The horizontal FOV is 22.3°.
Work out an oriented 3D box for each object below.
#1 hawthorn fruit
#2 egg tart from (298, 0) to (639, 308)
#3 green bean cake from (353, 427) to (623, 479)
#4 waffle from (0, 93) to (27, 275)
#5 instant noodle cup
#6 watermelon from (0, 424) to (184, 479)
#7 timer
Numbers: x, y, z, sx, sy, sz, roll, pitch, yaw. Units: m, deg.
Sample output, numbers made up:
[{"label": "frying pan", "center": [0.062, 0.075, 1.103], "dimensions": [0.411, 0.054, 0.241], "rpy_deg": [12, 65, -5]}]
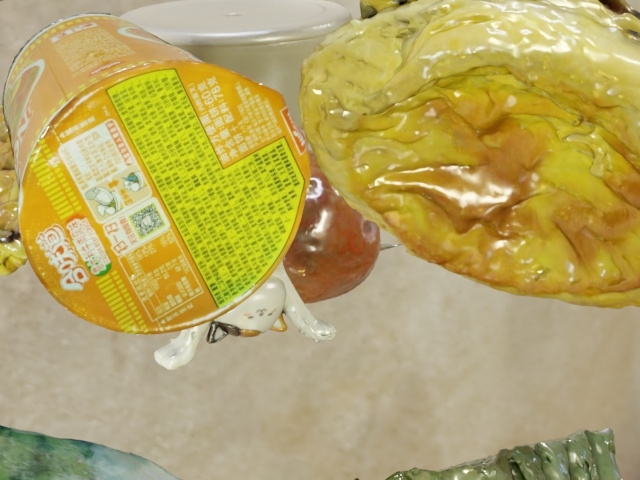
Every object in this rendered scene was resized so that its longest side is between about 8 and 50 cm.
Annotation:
[{"label": "hawthorn fruit", "center": [-0.007, 0.004, 1.476], "dimensions": [0.189, 0.149, 0.149], "rpy_deg": [41, 68, -24]}, {"label": "egg tart", "center": [0.106, -0.058, 0.830], "dimensions": [0.241, 0.241, 0.106], "rpy_deg": [55, 48, -41]}, {"label": "green bean cake", "center": [0.067, 0.209, 1.070], "dimensions": [0.255, 0.241, 0.132], "rpy_deg": [3, 69, -61]}, {"label": "waffle", "center": [-0.364, -0.041, 1.650], "dimensions": [0.301, 0.281, 0.058], "rpy_deg": [-95, 159, -47]}, {"label": "instant noodle cup", "center": [-0.114, -0.057, 0.961], "dimensions": [0.168, 0.185, 0.168], "rpy_deg": [-9, 116, -19]}, {"label": "watermelon", "center": [-0.135, 0.180, 0.636], "dimensions": [0.260, 0.256, 0.176], "rpy_deg": [-46, 176, -14]}, {"label": "timer", "center": [-0.059, -0.040, 1.218], "dimensions": [0.175, 0.175, 0.266], "rpy_deg": [-19, 114, -45]}]
